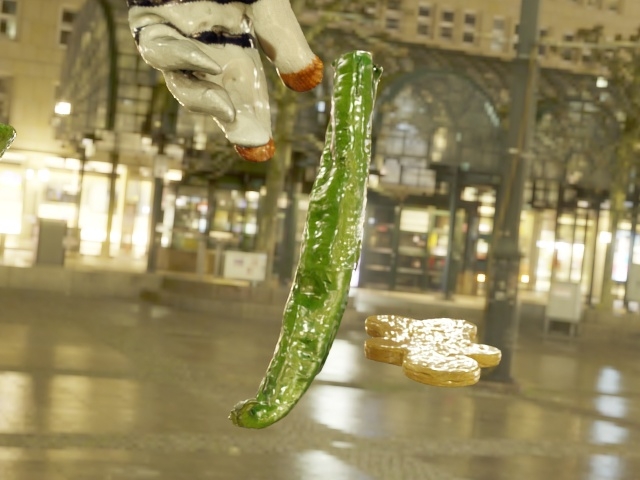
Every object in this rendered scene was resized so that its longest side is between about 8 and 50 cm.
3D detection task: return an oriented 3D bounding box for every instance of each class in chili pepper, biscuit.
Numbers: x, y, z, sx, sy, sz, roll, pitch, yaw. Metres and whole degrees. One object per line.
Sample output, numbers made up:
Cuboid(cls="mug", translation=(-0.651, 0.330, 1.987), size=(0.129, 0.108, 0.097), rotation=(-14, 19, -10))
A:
Cuboid(cls="chili pepper", translation=(0.000, 0.001, 1.044), size=(0.076, 0.359, 0.085), rotation=(13, -16, 4))
Cuboid(cls="biscuit", translation=(0.128, 0.131, 1.346), size=(0.158, 0.035, 0.240), rotation=(3, 11, -2))

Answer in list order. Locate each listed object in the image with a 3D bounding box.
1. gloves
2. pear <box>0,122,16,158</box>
Cuboid(cls="gloves", translation=(-0.095, -0.175, 1.033), size=(0.140, 0.218, 0.131), rotation=(-22, 13, -41))
Cuboid(cls="pear", translation=(-0.326, -0.039, 0.795), size=(0.239, 0.139, 0.288), rotation=(-3, -3, 25))
